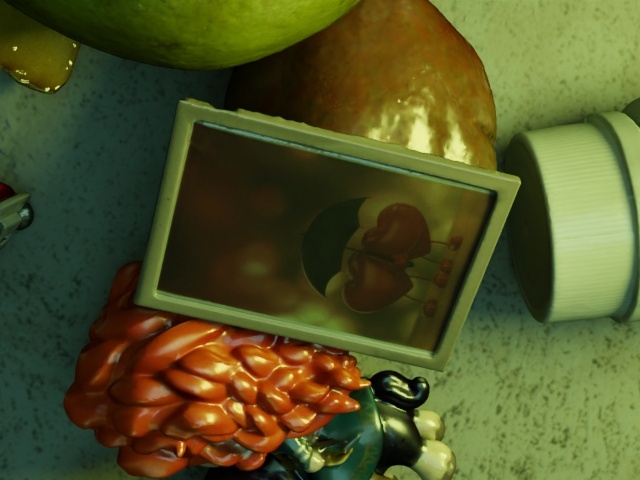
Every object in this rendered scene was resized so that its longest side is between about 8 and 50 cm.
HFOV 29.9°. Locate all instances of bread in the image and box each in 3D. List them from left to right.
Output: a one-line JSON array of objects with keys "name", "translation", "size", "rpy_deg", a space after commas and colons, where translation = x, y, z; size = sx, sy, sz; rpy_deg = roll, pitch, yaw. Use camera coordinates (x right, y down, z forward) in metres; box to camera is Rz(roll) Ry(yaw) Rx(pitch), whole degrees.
[{"name": "bread", "translation": [-0.278, -0.263, 1.124], "size": [0.161, 0.088, 0.233], "rpy_deg": [19, 84, -42]}]

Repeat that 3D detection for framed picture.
[{"name": "framed picture", "translation": [0.000, 0.000, 1.032], "size": [0.290, 0.020, 0.211], "rpy_deg": [14, 122, -6]}]

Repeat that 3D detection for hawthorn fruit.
[{"name": "hawthorn fruit", "translation": [0.035, -0.121, 1.147], "size": [0.268, 0.268, 0.300], "rpy_deg": [3, 85, -12]}]

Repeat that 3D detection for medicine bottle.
[{"name": "medicine bottle", "translation": [0.362, -0.031, 1.239], "size": [0.306, 0.245, 0.245], "rpy_deg": [-8, 103, -3]}]

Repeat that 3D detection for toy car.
[{"name": "toy car", "translation": [-0.363, -0.011, 1.175], "size": [0.112, 0.112, 0.139], "rpy_deg": [34, 102, -1]}]

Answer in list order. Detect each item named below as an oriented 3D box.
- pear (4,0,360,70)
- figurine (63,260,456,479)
[{"name": "pear", "translation": [-0.105, -0.303, 0.969], "size": [0.414, 0.352, 0.351], "rpy_deg": [2, 101, 10]}, {"name": "figurine", "translation": [-0.052, 0.181, 1.225], "size": [0.306, 0.241, 0.411], "rpy_deg": [-21, 126, 21]}]
